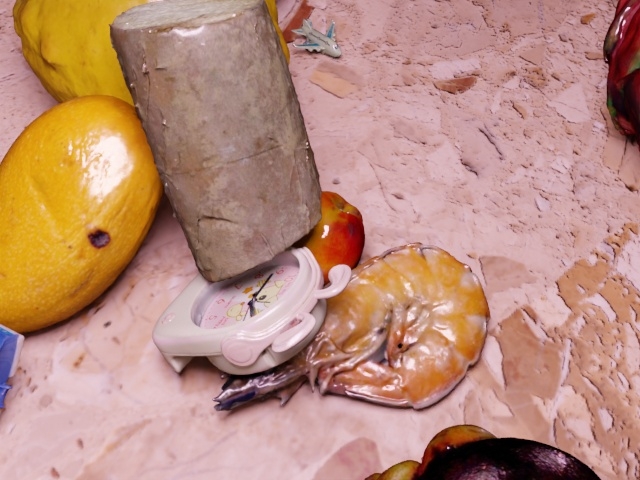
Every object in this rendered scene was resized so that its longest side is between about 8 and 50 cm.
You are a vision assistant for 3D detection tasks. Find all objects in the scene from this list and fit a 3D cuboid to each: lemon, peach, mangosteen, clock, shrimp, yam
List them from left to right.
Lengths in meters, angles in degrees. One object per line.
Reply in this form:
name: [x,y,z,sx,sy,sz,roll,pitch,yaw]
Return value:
lemon: [-0.202,-0.247,0.933,0.316,0.285,0.285,42,58,-5]
yam: [-0.092,-0.107,0.770,0.161,0.267,0.161,-15,24,7]
clock: [-0.062,0.069,0.773,0.191,0.062,0.151,-2,36,40]
peach: [-0.001,0.000,0.869,0.101,0.100,0.100,2,53,-2]
shrimp: [0.043,0.115,0.807,0.317,0.062,0.164,-27,66,-20]
mangosteen: [0.127,0.249,0.638,0.211,0.211,0.250,-36,31,-26]

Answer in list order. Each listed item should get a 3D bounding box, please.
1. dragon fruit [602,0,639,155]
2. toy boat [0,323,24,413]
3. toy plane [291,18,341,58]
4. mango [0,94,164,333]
dragon fruit: [0.497,-0.212,0.932,0.330,0.329,0.329,2,53,-2]
toy boat: [-0.428,0.096,0.767,0.295,0.088,0.129,21,92,16]
toy plane: [-0.001,-0.285,1.122,0.083,0.033,0.080,43,61,17]
mango: [-0.275,-0.019,0.824,0.177,0.120,0.294,38,95,15]
